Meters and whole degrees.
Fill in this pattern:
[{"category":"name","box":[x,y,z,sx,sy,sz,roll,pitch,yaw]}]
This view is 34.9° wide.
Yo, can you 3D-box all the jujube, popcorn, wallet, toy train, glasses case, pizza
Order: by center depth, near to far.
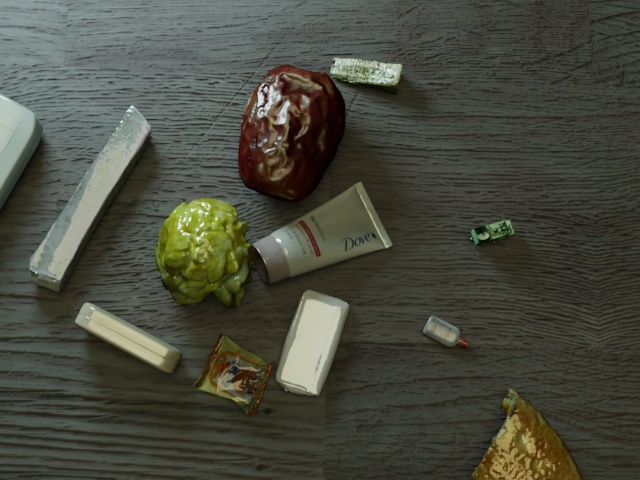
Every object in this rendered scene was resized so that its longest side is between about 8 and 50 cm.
[{"category":"popcorn","box":[-0.193,0.032,1.778,0.212,0.198,0.198,45,80,-19]},{"category":"pizza","box":[0.374,0.443,1.779,0.182,0.074,0.365,-22,83,-8]},{"category":"glasses case","box":[-0.335,0.172,1.784,0.196,0.083,0.050,27,79,3]},{"category":"jujube","box":[-0.053,-0.193,1.823,0.184,0.183,0.243,17,87,0]},{"category":"wallet","box":[-0.017,0.185,1.824,0.095,0.033,0.189,20,80,2]},{"category":"toy train","box":[0.315,-0.014,1.864,0.083,0.053,0.033,-17,81,-4]}]

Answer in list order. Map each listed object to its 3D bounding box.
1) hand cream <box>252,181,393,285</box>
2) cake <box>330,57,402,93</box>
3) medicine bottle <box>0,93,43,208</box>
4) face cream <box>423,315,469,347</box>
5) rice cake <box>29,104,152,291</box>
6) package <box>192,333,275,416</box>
[{"category":"hand cream","box":[0.000,0.000,1.840,0.248,0.083,0.133,-26,85,-16]},{"category":"cake","box":[0.089,-0.312,1.919,0.140,0.055,0.051,11,81,17]},{"category":"medicine bottle","box":[-0.628,-0.120,1.808,0.161,0.111,0.296,25,78,3]},{"category":"face cream","box":[0.229,0.170,1.844,0.083,0.021,0.040,28,80,2]},{"category":"rice cake","box":[-0.412,-0.075,1.835,0.073,0.056,0.364,28,80,2]},{"category":"package","box":[-0.150,0.239,1.808,0.121,0.031,0.108,27,80,2]}]
